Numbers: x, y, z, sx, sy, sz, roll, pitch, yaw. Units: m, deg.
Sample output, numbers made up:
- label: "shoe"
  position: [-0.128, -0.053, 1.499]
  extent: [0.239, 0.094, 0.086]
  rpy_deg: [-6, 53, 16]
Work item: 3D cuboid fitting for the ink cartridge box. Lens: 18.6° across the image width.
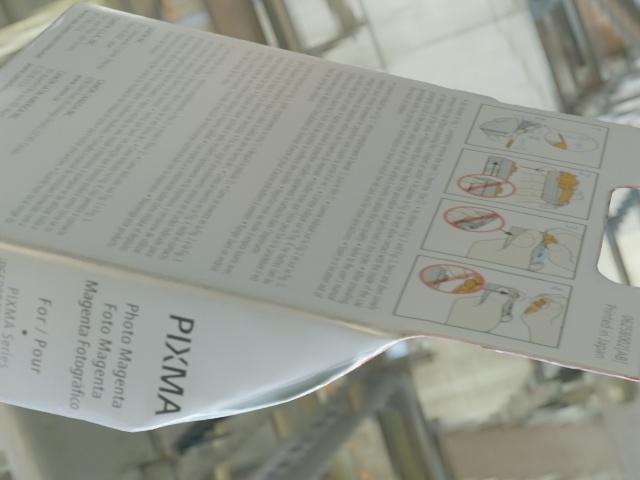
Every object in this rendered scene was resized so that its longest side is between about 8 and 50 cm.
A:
- label: "ink cartridge box"
  position: [0.000, 0.000, 0.588]
  extent: [0.189, 0.232, 0.066]
  rpy_deg: [-62, -13, -63]
